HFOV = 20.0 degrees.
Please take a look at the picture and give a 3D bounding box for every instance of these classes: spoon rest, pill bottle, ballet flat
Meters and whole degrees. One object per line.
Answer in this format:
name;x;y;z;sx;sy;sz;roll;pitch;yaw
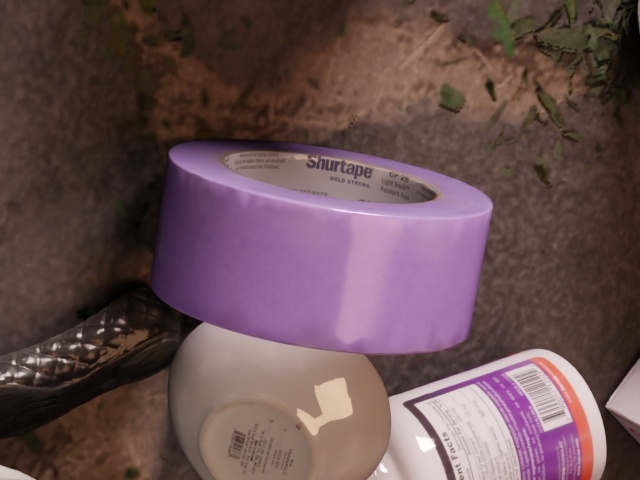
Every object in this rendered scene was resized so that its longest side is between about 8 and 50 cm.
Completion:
spoon rest;-0.044;0.157;1.108;0.137;0.084;0.276;21;118;4
pill bottle;0.082;0.147;1.196;0.193;0.108;0.108;-16;113;-27
ballet flat;-0.164;0.076;1.065;0.173;0.049;0.057;-19;144;-21

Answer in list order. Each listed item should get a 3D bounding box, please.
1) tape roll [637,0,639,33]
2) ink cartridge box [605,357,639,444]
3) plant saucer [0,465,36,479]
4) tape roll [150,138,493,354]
tape roll;0.314;-0.172;1.171;0.072;0.219;0.219;33;87;-36
ink cartridge box;0.333;0.171;1.333;0.092;0.158;0.218;-49;124;-9
plant saucer;-0.233;0.200;0.936;0.400;0.100;0.400;-13;153;-7
tape roll;0.000;0.000;1.046;0.189;0.189;0.080;0;105;-33
